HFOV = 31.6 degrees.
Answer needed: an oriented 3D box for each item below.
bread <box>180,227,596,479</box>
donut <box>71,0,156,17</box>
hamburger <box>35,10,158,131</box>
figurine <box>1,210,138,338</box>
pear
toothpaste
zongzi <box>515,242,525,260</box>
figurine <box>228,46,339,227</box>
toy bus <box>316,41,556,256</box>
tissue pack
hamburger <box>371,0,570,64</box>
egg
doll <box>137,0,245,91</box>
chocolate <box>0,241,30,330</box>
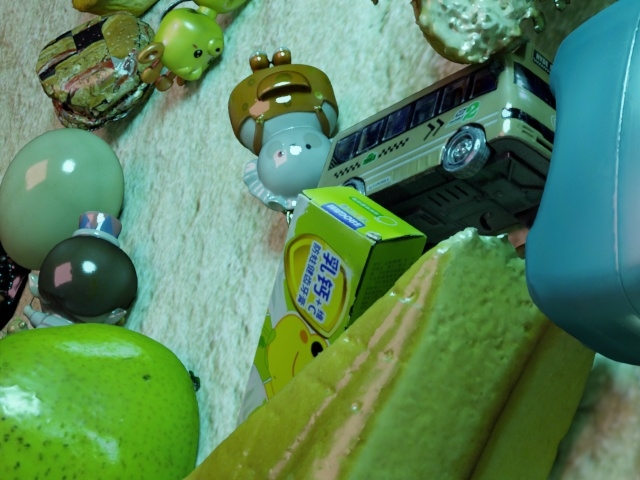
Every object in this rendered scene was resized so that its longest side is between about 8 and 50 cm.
[{"bbox_3d":[0.064,0.163,0.997,0.245,0.233,0.362,22,82,58],"label":"bread"},{"bbox_3d":[-0.345,-0.538,2.113,0.303,0.110,0.303,-35,41,37],"label":"donut"},{"bbox_3d":[-0.380,-0.294,1.953,0.231,0.107,0.231,-15,47,17],"label":"hamburger"},{"bbox_3d":[-0.354,0.092,1.663,0.158,0.161,0.276,76,-141,-77],"label":"figurine"},{"bbox_3d":[-0.330,0.227,1.396,0.238,0.318,0.343,-40,41,36],"label":"pear"},{"bbox_3d":[0.000,0.114,1.121,0.110,0.077,0.328,35,120,38],"label":"toothpaste"},{"bbox_3d":[0.124,0.059,1.052,0.078,0.160,0.176,40,99,29],"label":"zongzi"},{"bbox_3d":[-0.037,-0.121,1.424,0.143,0.143,0.271,-25,73,42],"label":"figurine"},{"bbox_3d":[0.131,-0.078,1.153,0.289,0.139,0.157,-24,45,47],"label":"toy bus"},{"bbox_3d":[0.289,-0.054,0.869,0.206,0.198,0.288,-17,52,49],"label":"tissue pack"},{"bbox_3d":[0.168,-0.386,1.156,0.445,0.268,0.287,-50,18,-16],"label":"hamburger"},{"bbox_3d":[-0.421,-0.062,1.813,0.254,0.188,0.189,-53,35,23],"label":"egg"},{"bbox_3d":[-0.207,-0.334,1.777,0.135,0.143,0.221,36,97,21],"label":"doll"},{"bbox_3d":[-0.667,0.071,2.056,0.224,0.177,0.206,0,67,54],"label":"chocolate"}]
